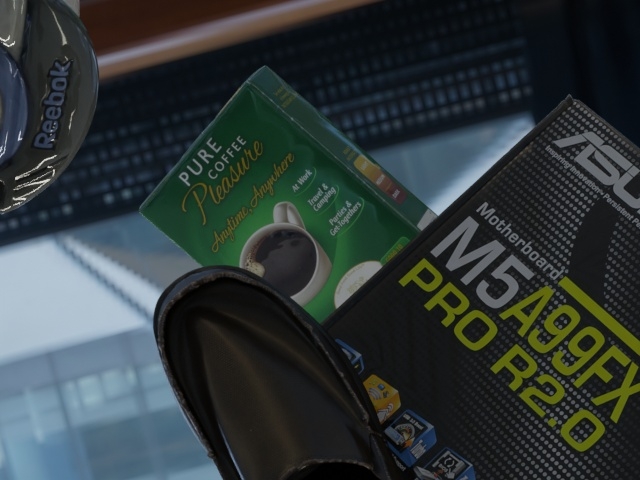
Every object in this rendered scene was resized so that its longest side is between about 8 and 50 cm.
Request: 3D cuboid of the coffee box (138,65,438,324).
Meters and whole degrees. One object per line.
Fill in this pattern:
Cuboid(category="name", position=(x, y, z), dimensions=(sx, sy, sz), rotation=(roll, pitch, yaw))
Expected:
Cuboid(category="coffee box", position=(0.000, 0.000, 1.127), dimensions=(0.113, 0.184, 0.040), rotation=(-50, -178, 28))

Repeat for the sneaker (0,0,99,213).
Cuboid(category="sneaker", position=(-0.219, -0.064, 0.652), dimensions=(0.297, 0.111, 0.129), rotation=(1, -149, -3))

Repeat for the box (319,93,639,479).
Cuboid(category="box", position=(0.140, 0.086, 0.959), dimensions=(0.216, 0.270, 0.060), rotation=(-42, 149, -5))

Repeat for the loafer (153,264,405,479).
Cuboid(category="loafer", position=(-0.003, 0.097, 0.887), dimensions=(0.080, 0.220, 0.078), rotation=(-35, 164, -3))
